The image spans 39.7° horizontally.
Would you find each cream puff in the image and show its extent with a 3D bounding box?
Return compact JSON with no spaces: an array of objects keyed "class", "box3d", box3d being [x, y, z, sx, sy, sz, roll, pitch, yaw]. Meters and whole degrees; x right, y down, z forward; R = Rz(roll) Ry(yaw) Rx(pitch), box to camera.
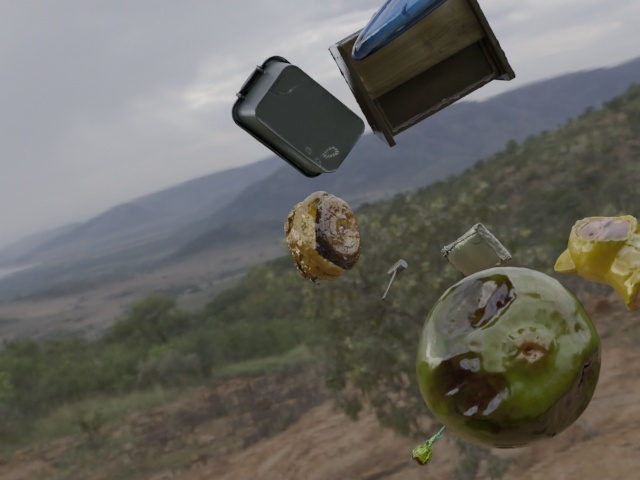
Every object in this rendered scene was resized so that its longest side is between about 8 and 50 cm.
[{"class":"cream puff","box3d":[0.000,0.000,1.815,0.129,0.189,0.189,-23,-1,38]}]

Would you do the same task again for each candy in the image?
[{"class":"candy","box3d":[0.208,0.347,1.567,0.123,0.035,0.035,-49,-18,-6]}]

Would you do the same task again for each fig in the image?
[{"class":"fig","box3d":[0.241,0.157,1.188,0.239,0.239,0.271,-16,-4,-8]}]

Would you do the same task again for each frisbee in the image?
[{"class":"frisbee","box3d":[0.122,-0.262,0.868,0.242,0.045,0.242,-36,5,3]}]

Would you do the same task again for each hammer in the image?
[{"class":"hammer","box3d":[0.124,0.073,1.569,0.035,0.019,0.110,-43,7,36]}]

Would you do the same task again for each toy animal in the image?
[{"class":"toy animal","box3d":[0.540,0.042,1.544,0.156,0.156,0.230,-18,37,-35]}]

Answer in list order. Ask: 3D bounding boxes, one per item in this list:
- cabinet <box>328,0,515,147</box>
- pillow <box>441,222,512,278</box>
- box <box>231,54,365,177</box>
[{"class":"cabinet","box3d":[0.120,-0.234,1.145,0.175,0.148,0.215,-29,12,4]},{"class":"pillow","box3d":[0.363,0.034,2.072,0.053,0.119,0.208,-49,2,-24]},{"class":"box","box3d":[-0.037,-0.233,1.695,0.163,0.243,0.135,-53,18,-3]}]
